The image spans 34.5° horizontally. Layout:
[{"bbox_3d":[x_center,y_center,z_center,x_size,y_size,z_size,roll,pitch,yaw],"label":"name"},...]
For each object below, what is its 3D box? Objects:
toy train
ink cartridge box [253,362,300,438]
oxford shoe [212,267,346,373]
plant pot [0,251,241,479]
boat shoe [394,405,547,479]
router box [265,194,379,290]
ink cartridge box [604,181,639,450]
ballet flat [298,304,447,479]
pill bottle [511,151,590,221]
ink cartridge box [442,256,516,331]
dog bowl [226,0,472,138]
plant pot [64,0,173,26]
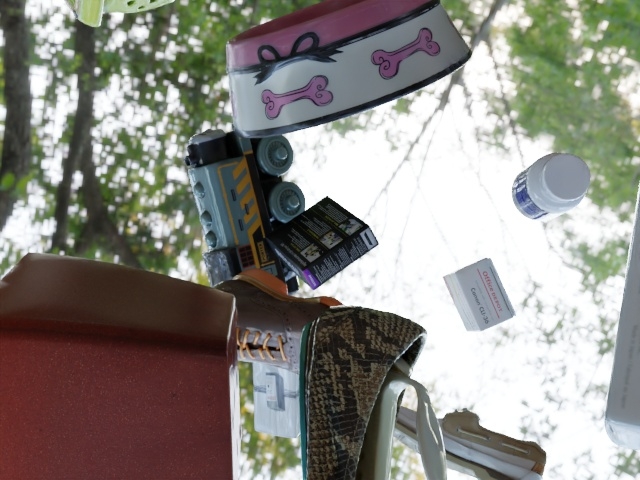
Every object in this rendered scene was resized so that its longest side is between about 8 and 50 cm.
[{"bbox_3d":[-0.130,-0.049,1.823,0.190,0.334,0.142,-18,-172,-37],"label":"toy train"},{"bbox_3d":[-0.059,0.237,1.933,0.092,0.218,0.158,9,-157,18],"label":"ink cartridge box"},{"bbox_3d":[-0.054,0.143,1.437,0.132,0.130,0.363,-20,-158,-32],"label":"oxford shoe"},{"bbox_3d":[-0.203,0.165,1.065,0.235,0.267,0.267,-2,-167,-2],"label":"plant pot"},{"bbox_3d":[0.245,0.347,1.793,0.302,0.113,0.103,26,-105,12],"label":"boat shoe"},{"bbox_3d":[0.000,0.000,1.700,0.133,0.046,0.179,-34,-152,-8],"label":"router box"},{"bbox_3d":[0.461,0.050,0.883,0.385,0.091,0.308,7,-112,23],"label":"ink cartridge box"},{"bbox_3d":[0.044,0.308,1.120,0.182,0.483,0.164,3,165,20],"label":"ballet flat"},{"bbox_3d":[0.422,-0.100,1.875,0.112,0.112,0.187,15,173,-1],"label":"pill bottle"},{"bbox_3d":[0.277,0.097,1.808,0.067,0.115,0.198,-24,175,-4],"label":"ink cartridge box"},{"bbox_3d":[0.029,-0.306,1.666,0.408,0.150,0.408,-19,-164,5],"label":"dog bowl"},{"bbox_3d":[-0.384,-0.533,1.836,0.207,0.228,0.227,-33,-100,-25],"label":"plant pot"}]
